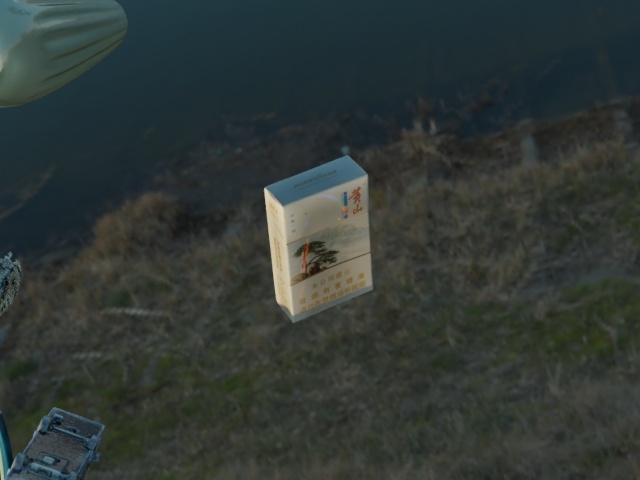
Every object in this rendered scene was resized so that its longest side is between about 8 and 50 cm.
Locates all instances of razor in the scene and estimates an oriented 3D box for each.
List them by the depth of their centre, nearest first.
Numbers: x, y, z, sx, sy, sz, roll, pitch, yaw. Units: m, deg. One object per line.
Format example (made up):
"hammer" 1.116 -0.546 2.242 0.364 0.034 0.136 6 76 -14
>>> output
"razor" -0.481 0.328 1.826 0.037 0.191 0.068 10 27 12

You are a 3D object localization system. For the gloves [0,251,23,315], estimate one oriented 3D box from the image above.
"gloves" -0.485 0.083 1.753 0.114 0.070 0.153 -19 18 13

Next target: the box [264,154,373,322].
"box" 0.000 -0.001 1.848 0.149 0.233 0.067 -24 43 -22

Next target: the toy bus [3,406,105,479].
"toy bus" -0.410 0.364 1.814 0.106 0.131 0.297 20 14 -2

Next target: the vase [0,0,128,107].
"vase" -0.306 -0.223 1.340 0.128 0.128 0.248 -2 16 27
